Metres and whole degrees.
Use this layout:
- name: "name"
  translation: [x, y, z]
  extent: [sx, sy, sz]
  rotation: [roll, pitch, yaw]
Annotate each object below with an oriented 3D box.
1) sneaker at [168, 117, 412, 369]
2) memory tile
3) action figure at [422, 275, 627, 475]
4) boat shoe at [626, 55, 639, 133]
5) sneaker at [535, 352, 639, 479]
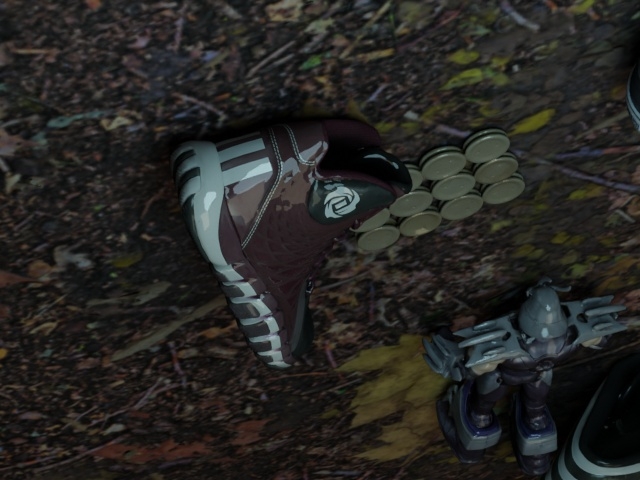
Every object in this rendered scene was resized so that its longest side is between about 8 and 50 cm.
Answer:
- name: "sneaker"
  translation: [0.000, 0.000, 1.344]
  extent: [0.162, 0.106, 0.281]
  rotation: [-20, 150, 3]
- name: "memory tile"
  translation: [0.088, -0.040, 1.413]
  extent: [0.148, 0.012, 0.113]
  rotation: [-21, 151, 8]
- name: "action figure"
  translation: [0.182, 0.117, 1.655]
  extent: [0.185, 0.099, 0.285]
  rotation: [-3, 145, -9]
- name: "boat shoe"
  translation: [0.372, -0.143, 1.279]
  extent: [0.301, 0.108, 0.102]
  rotation: [-9, 162, 2]
- name: "sneaker"
  translation: [0.370, 0.249, 1.895]
  extent: [0.447, 0.169, 0.257]
  rotation: [-5, 132, -56]
